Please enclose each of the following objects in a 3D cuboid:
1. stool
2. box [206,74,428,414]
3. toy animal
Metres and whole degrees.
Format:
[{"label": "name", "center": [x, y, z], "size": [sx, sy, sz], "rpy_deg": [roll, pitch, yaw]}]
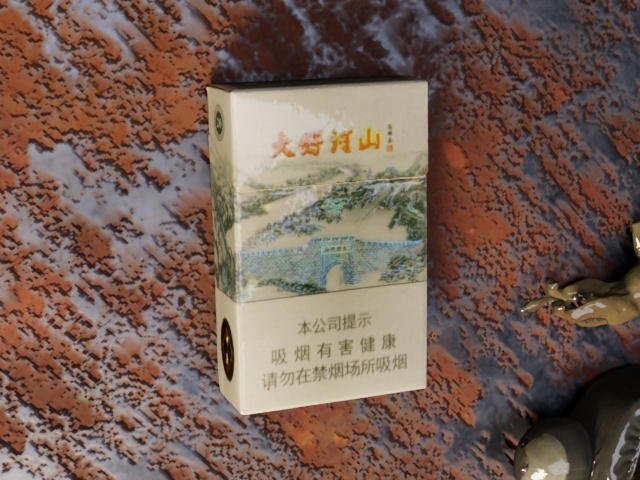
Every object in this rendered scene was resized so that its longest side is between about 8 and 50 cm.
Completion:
[{"label": "stool", "center": [0.294, 0.209, 1.090], "size": [0.228, 0.139, 0.153], "rpy_deg": [-22, 104, -19]}, {"label": "box", "center": [0.000, 0.000, 0.966], "size": [0.164, 0.069, 0.256], "rpy_deg": [-6, 104, -21]}, {"label": "toy animal", "center": [0.277, 0.033, 1.087], "size": [0.219, 0.069, 0.086], "rpy_deg": [-11, 115, -17]}]
